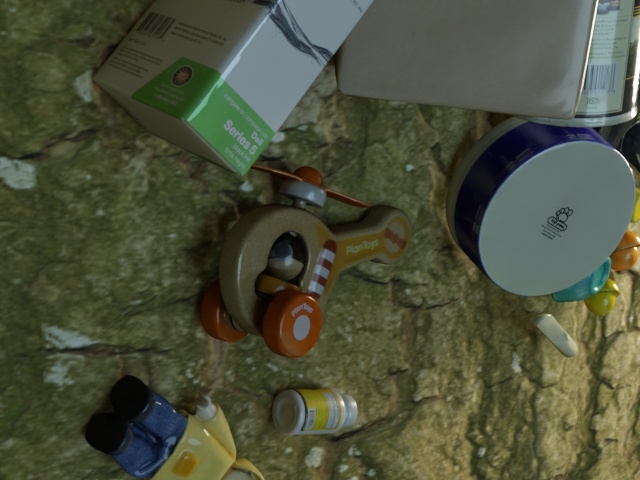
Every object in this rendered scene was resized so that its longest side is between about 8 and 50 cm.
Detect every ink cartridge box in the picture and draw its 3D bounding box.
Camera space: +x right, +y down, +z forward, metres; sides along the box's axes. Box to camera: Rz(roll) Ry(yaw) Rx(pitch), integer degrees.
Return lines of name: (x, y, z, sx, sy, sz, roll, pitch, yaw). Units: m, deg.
ink cartridge box: (-0.091, -0.231, 1.333, 0.273, 0.198, 0.115, -53, 133, -9)

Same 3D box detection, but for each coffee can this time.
coffee can: (0.353, -0.317, 1.674, 0.201, 0.201, 0.275, -16, 118, -35)

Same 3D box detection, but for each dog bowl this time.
dog bowl: (0.325, -0.053, 1.774, 0.265, 0.104, 0.265, -12, 125, -18)

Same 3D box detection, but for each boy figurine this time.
boy figurine: (-0.177, 0.290, 1.557, 0.177, 0.092, 0.285, -55, 130, -12)

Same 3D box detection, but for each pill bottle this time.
pill bottle: (-0.006, 0.242, 1.697, 0.116, 0.065, 0.065, 6, 104, -42)

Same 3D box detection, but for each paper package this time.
paper package: (0.177, -0.330, 1.450, 0.309, 0.168, 0.325, 6, 107, -3)

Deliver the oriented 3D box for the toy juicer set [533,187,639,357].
toy juicer set: (0.425, 0.066, 1.984, 0.329, 0.089, 0.209, -50, 145, -24)

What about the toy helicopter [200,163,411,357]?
toy helicopter: (0.000, 0.000, 1.586, 0.355, 0.140, 0.235, -16, 109, -47)

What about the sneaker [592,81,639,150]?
sneaker: (0.465, -0.256, 1.877, 0.130, 0.109, 0.286, 13, 108, -49)

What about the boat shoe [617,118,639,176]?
boat shoe: (0.578, -0.138, 2.018, 0.254, 0.079, 0.095, 29, 98, -43)
